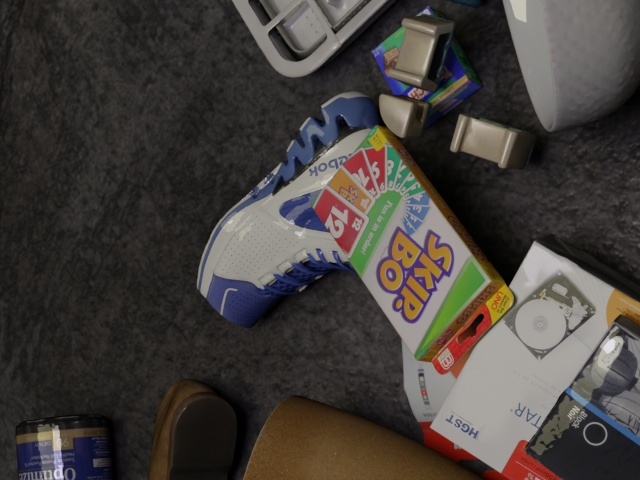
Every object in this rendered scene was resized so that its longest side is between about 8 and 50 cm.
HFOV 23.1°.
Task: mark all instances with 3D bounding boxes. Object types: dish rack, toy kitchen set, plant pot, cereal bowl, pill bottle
[{"bbox_3d":[0.027,-0.383,1.869,0.333,0.072,0.285,-42,63,25],"label":"dish rack"},{"bbox_3d":[0.177,-0.198,1.708,0.166,0.122,0.207,19,101,20],"label":"toy kitchen set"},{"bbox_3d":[0.068,0.309,1.705,0.254,0.237,0.237,9,91,21],"label":"plant pot"},{"bbox_3d":[0.258,-0.284,1.569,0.141,0.339,0.339,-14,76,2],"label":"cereal bowl"},{"bbox_3d":[-0.327,0.340,2.025,0.123,0.123,0.219,-12,79,34],"label":"pill bottle"}]

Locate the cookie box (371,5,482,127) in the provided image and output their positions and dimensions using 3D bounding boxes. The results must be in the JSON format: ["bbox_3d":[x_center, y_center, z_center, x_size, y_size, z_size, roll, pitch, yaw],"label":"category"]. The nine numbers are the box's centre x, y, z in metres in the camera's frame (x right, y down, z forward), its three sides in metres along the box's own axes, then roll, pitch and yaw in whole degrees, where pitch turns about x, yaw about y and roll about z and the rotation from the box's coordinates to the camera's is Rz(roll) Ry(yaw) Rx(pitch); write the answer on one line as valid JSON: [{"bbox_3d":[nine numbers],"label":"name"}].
[{"bbox_3d":[0.122,-0.198,1.803,0.092,0.040,0.107,-37,67,25],"label":"cookie box"}]

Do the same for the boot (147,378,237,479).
[{"bbox_3d":[-0.177,0.321,1.956,0.115,0.112,0.305,35,113,64],"label":"boot"}]

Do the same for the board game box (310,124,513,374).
[{"bbox_3d":[0.094,0.010,1.662,0.124,0.039,0.259,-50,58,24],"label":"board game box"}]

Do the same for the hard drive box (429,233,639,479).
[{"bbox_3d":[0.252,0.138,1.624,0.181,0.089,0.232,31,105,15],"label":"hard drive box"}]

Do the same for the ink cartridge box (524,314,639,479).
[{"bbox_3d":[0.378,0.233,1.508,0.333,0.065,0.165,34,105,12],"label":"ink cartridge box"}]

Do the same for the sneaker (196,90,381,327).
[{"bbox_3d":[0.001,-0.001,1.820,0.315,0.127,0.182,-53,58,18],"label":"sneaker"}]

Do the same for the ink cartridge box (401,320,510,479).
[{"bbox_3d":[0.161,0.181,1.742,0.145,0.045,0.179,-7,79,35],"label":"ink cartridge box"}]
